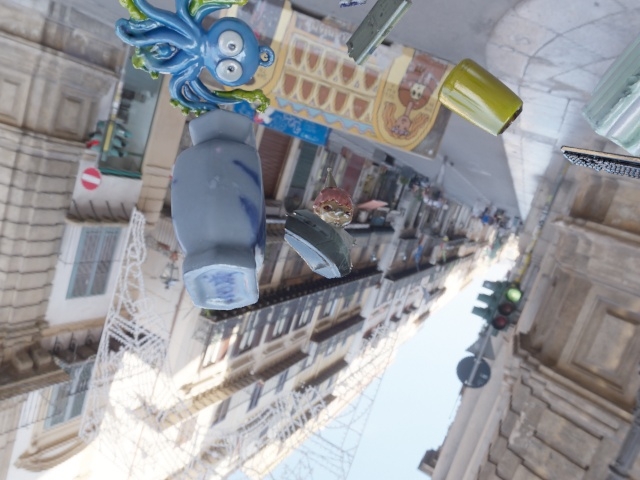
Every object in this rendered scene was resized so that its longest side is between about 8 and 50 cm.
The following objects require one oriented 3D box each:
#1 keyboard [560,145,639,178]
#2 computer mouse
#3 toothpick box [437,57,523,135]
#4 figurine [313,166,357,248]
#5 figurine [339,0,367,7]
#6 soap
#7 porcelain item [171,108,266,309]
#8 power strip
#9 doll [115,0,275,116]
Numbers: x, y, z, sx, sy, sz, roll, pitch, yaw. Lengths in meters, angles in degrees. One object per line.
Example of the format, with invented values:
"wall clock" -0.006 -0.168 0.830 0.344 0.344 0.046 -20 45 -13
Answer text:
"keyboard" 0.600 -0.152 0.924 0.093 0.025 0.230 23 -172 -29
"computer mouse" 0.000 0.000 1.213 0.231 0.071 0.126 48 -133 2
"toothpick box" 0.564 -0.491 1.607 0.271 0.175 0.175 41 -165 13
"figurine" 0.047 -0.082 1.636 0.206 0.387 0.166 13 161 -13
"figurine" 0.087 -0.798 1.265 0.133 0.275 0.193 -31 -169 -36
"soap" 0.875 -0.460 1.149 0.156 0.446 0.261 31 -148 2
"porcelain item" -0.206 -0.072 0.963 0.178 0.243 0.406 -3 -125 -4
"power strip" 0.166 -0.606 1.262 0.034 0.268 0.092 -1 -119 -40
"doll" -0.263 -0.432 1.001 0.340 0.346 0.099 0 -148 -17
